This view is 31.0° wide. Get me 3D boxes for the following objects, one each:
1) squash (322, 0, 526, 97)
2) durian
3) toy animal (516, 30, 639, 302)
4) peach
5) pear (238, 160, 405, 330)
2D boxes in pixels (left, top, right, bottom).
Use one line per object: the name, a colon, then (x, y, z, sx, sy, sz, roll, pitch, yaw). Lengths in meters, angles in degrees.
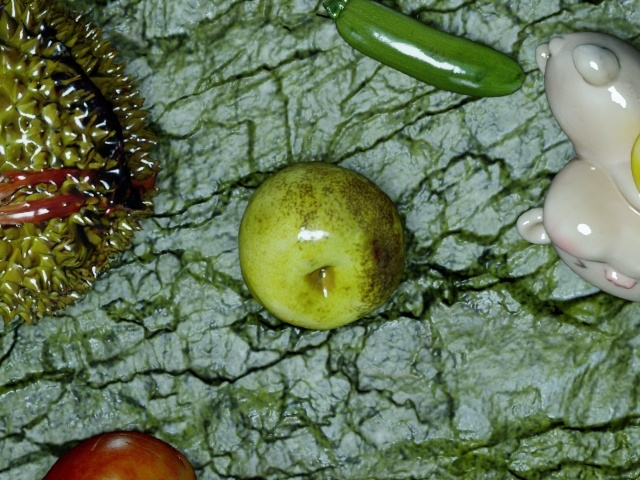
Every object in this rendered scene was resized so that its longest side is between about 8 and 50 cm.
squash: (0.118, -0.225, 1.361, 0.258, 0.069, 0.069, 22, 98, 3)
durian: (-0.337, -0.098, 1.278, 0.347, 0.347, 0.384, 10, 97, 4)
toy animal: (0.333, -0.051, 1.273, 0.345, 0.277, 0.247, 42, 112, -3)
peach: (-0.248, 0.318, 1.399, 0.197, 0.197, 0.197, 1, 96, 5)
pear: (0.000, 0.000, 1.343, 0.197, 0.197, 0.197, 1, 96, 5)
